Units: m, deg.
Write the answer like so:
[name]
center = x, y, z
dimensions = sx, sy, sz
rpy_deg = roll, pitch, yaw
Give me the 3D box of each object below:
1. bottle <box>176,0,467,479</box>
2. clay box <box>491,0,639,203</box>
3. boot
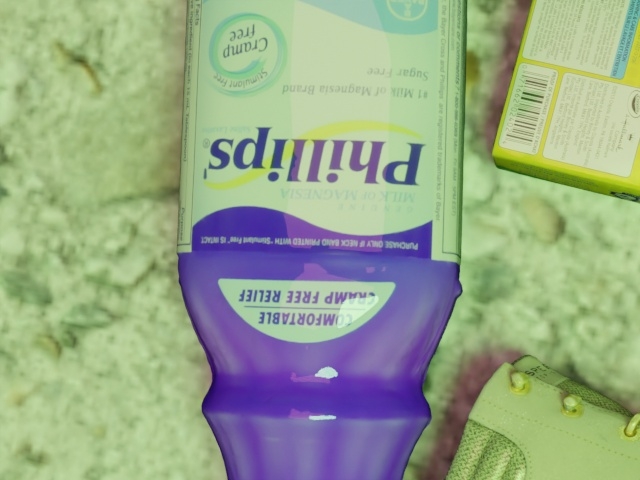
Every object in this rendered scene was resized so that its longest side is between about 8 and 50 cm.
[bottle]
center = 0.000, 0.000, 0.551
dimensions = 0.118, 0.092, 0.282
rpy_deg = 2, 86, 9
[clay box]
center = 0.193, -0.066, 0.543
dimensions = 0.222, 0.053, 0.127
rpy_deg = 15, 88, 10
[boot]
center = 0.147, 0.080, 0.511
dimensions = 0.165, 0.077, 0.213
rpy_deg = 32, 86, 32
